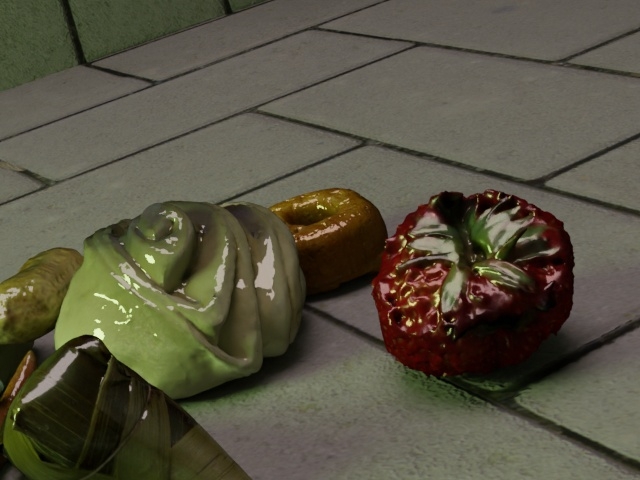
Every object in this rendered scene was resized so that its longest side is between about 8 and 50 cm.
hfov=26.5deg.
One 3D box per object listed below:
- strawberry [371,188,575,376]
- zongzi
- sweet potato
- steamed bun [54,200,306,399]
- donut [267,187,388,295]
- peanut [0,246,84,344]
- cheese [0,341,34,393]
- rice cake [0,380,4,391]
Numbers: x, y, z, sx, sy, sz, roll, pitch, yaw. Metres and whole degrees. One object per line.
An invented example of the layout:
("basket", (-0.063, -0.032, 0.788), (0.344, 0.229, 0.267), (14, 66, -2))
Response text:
("strawberry", (0.197, 0.069, 1.754), (0.261, 0.258, 0.261), (-6, 51, 8))
("zongzi", (-0.231, 0.269, 1.649), (0.154, 0.317, 0.289), (-58, 6, -24))
("sweet potato", (-0.426, 0.251, 1.808), (0.058, 0.078, 0.255), (15, 33, -1))
("steamed bun", (-0.201, 0.058, 1.927), (0.352, 0.247, 0.339), (-14, 20, 10))
("donut", (-0.001, 0.001, 2.135), (0.226, 0.114, 0.226), (-12, 23, 5))
("peanut", (-0.412, 0.086, 1.974), (0.120, 0.110, 0.236), (6, 22, 20))
("cheese", (-0.610, 0.157, 1.967), (0.350, 0.130, 0.328), (9, 20, -4))
("rice cake", (-0.513, 0.238, 1.770), (0.042, 0.080, 0.222), (14, 53, 48))
